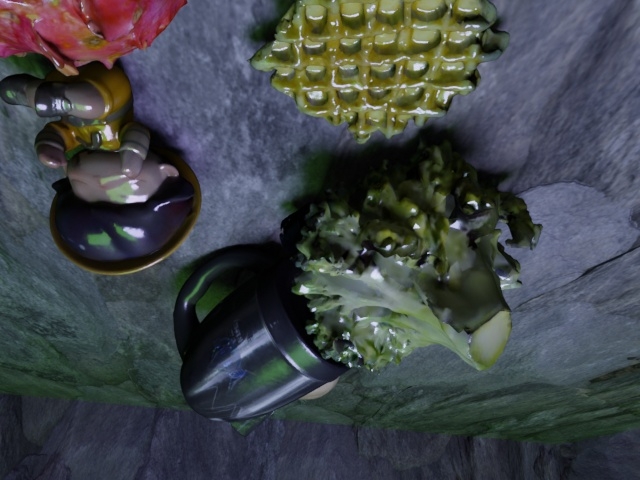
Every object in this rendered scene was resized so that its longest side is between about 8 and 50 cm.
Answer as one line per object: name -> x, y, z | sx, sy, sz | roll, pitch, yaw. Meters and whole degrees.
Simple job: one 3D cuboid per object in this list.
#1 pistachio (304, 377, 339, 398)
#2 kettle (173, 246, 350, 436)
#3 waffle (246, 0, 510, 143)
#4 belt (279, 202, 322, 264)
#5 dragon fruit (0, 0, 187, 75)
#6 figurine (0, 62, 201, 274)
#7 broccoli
pistachio -> -0.041, 0.284, 1.059 | 0.214, 0.193, 0.318 | -36, 144, -20
kettle -> -0.146, 0.178, 0.829 | 0.324, 0.321, 0.228 | -37, 170, 19
waffle -> 0.063, -0.189, 0.446 | 0.204, 0.054, 0.223 | 27, 143, -32
belt -> 0.000, 0.000, 0.704 | 0.058, 0.105, 0.140 | -22, 150, 33
dragon fruit -> -0.209, -0.234, 0.277 | 0.268, 0.210, 0.205 | 26, 102, -34
figurine -> -0.251, -0.084, 0.548 | 0.192, 0.167, 0.256 | 11, 127, 12
broccoli -> 0.137, 0.036, 0.612 | 0.272, 0.324, 0.334 | 14, 136, 34
